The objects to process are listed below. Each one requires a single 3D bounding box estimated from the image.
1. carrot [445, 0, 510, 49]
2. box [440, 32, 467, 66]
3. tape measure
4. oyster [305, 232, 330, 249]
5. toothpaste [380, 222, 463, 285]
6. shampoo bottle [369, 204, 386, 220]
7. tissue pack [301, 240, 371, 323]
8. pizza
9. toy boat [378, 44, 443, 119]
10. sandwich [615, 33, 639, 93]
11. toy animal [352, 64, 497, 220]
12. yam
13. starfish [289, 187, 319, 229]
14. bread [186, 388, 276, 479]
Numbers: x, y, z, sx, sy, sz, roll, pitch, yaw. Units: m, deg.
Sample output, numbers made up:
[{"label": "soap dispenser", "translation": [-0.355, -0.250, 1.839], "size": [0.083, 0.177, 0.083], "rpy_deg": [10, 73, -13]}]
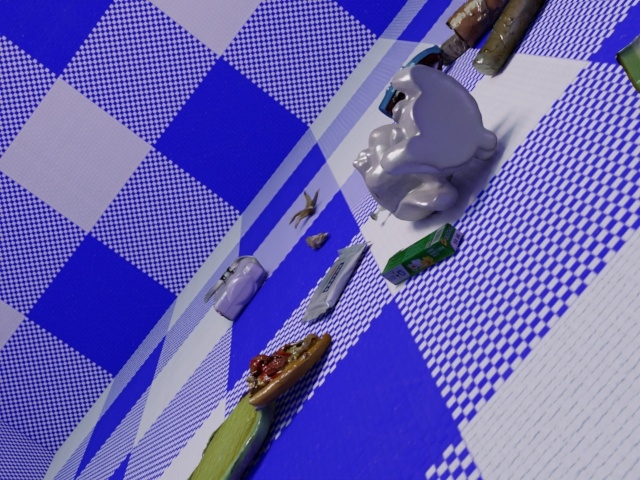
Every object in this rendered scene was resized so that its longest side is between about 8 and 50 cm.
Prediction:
[{"label": "carrot", "translation": [0.419, -0.593, 2.093], "size": [0.263, 0.102, 0.102], "rpy_deg": [-48, 13, 19]}, {"label": "box", "translation": [0.343, -0.498, 2.223], "size": [0.062, 0.045, 0.098], "rpy_deg": [-59, 12, -24]}, {"label": "tape measure", "translation": [-0.250, 0.134, 2.536], "size": [0.196, 0.105, 0.178], "rpy_deg": [-56, 12, -9]}, {"label": "oyster", "translation": [0.000, 0.000, 2.183], "size": [0.080, 0.038, 0.083], "rpy_deg": [-20, -4, 23]}, {"label": "toothpaste", "translation": [0.165, 0.024, 1.422], "size": [0.178, 0.037, 0.043], "rpy_deg": [-36, 24, 55]}, {"label": "shampoo bottle", "translation": [0.156, -0.104, 1.808], "size": [0.152, 0.045, 0.077], "rpy_deg": [-53, 12, 3]}, {"label": "tissue pack", "translation": [0.030, 0.085, 1.788], "size": [0.193, 0.026, 0.122], "rpy_deg": [-59, 14, -26]}, {"label": "pizza", "translation": [-0.091, 0.237, 1.591], "size": [0.201, 0.053, 0.193], "rpy_deg": [-44, 14, -36]}, {"label": "toy boat", "translation": [0.239, -0.413, 2.242], "size": [0.223, 0.100, 0.097], "rpy_deg": [-52, 35, 16]}, {"label": "sandwich", "translation": [0.457, -0.242, 1.139], "size": [0.116, 0.074, 0.074], "rpy_deg": [-19, -17, -45]}, {"label": "toy animal", "translation": [0.175, -0.142, 1.547], "size": [0.265, 0.205, 0.272], "rpy_deg": [122, 158, -56]}, {"label": "yam", "translation": [0.420, -0.480, 1.822], "size": [0.317, 0.067, 0.071], "rpy_deg": [-57, 25, -12]}, {"label": "starfish", "translation": [-0.035, -0.103, 2.543], "size": [0.133, 0.041, 0.130], "rpy_deg": [-40, 25, 26]}, {"label": "bread", "translation": [-0.175, 0.402, 1.623], "size": [0.301, 0.045, 0.301], "rpy_deg": [-51, 10, 12]}]
